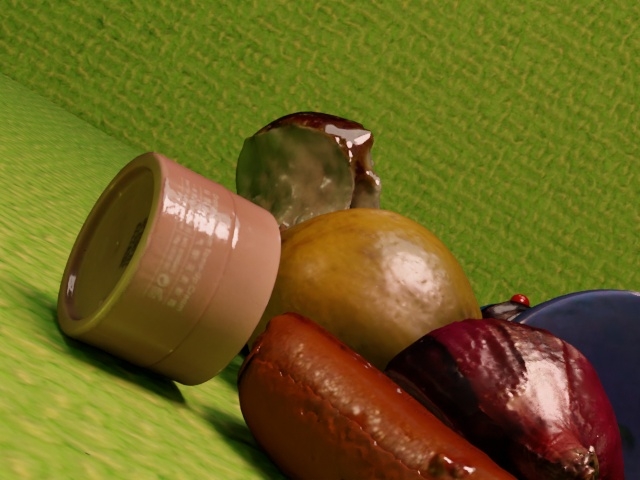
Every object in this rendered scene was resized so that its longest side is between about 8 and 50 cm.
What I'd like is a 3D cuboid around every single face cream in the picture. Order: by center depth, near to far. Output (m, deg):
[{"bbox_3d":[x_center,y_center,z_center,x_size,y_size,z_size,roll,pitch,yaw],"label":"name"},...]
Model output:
[{"bbox_3d":[-0.113,0.022,0.870,0.104,0.149,0.149,28,4,-27],"label":"face cream"},{"bbox_3d":[0.247,0.166,1.036,0.249,0.249,0.225,31,2,6],"label":"face cream"}]

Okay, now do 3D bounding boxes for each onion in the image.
[{"bbox_3d":[0.149,0.143,0.827,0.195,0.140,0.218,70,-18,0],"label":"onion"}]

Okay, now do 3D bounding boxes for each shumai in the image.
[{"bbox_3d":[0.000,0.000,1.284,0.304,0.263,0.309,27,4,-18],"label":"shumai"}]

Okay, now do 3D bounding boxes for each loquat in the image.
[{"bbox_3d":[0.024,0.062,1.053,0.246,0.213,0.213,39,6,24],"label":"loquat"}]

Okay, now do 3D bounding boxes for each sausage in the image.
[{"bbox_3d":[0.049,0.154,0.769,0.102,0.102,0.330,27,5,-47],"label":"sausage"}]

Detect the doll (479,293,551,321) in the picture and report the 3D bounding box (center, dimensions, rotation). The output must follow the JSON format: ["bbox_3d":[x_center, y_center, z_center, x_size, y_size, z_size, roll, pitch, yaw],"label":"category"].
[{"bbox_3d":[0.304,0.186,1.544,0.284,0.240,0.310,13,5,-26],"label":"doll"}]
